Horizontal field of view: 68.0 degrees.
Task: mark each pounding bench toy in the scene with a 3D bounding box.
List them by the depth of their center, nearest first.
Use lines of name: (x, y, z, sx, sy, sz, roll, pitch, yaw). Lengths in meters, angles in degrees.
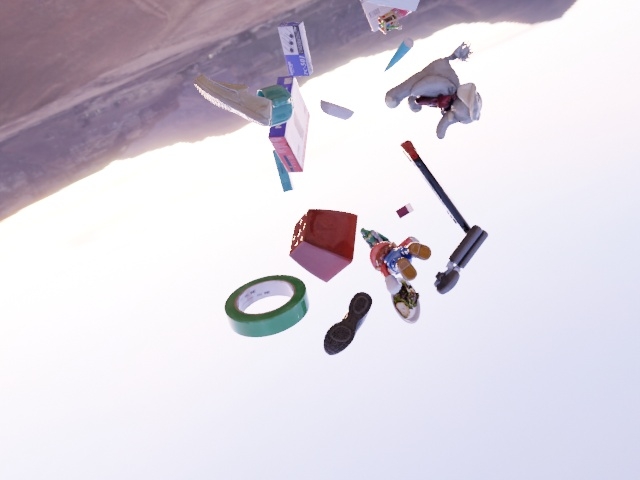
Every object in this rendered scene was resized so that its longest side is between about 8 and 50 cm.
pounding bench toy: (0.260, -0.816, 1.791, 0.065, 0.052, 0.083, -27, -121, -7)

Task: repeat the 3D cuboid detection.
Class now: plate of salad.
plate of salad: (0.360, 0.244, 1.961, 0.048, 0.200, 0.200, -29, -167, 40)

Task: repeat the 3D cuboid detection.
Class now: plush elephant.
plush elephant: (0.442, -0.483, 1.647, 0.330, 0.256, 0.271, -35, 170, 26)

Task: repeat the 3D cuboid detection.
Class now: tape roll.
tape roll: (-0.204, 0.244, 1.821, 0.320, 0.077, 0.321, -11, -155, 5)

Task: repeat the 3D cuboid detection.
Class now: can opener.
can opener: (0.512, 0.077, 1.719, 0.281, 0.074, 0.093, -57, -150, 6)

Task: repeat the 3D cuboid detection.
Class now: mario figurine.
mario figurine: (0.294, 0.080, 1.670, 0.197, 0.170, 0.320, -16, -177, -10)

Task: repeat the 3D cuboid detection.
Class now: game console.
game console: (0.446, -0.212, 1.858, 0.060, 0.387, 0.342, -35, -163, 17)

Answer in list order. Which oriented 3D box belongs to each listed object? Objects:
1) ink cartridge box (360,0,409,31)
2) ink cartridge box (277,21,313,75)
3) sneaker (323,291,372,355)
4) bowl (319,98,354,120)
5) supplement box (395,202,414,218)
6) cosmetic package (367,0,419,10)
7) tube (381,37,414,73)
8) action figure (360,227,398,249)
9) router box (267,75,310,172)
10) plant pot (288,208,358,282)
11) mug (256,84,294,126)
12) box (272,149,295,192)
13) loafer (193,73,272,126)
ink cartridge box: (0.241, -0.963, 1.855, 0.158, 0.218, 0.092, -13, -153, 36)
ink cartridge box: (-0.100, -0.780, 1.940, 0.097, 0.207, 0.046, 9, -133, 23)
sneaker: (0.119, 0.345, 1.908, 0.109, 0.130, 0.286, 36, -102, 20)
bowl: (0.068, -0.578, 2.110, 0.142, 0.053, 0.142, 11, -161, -26)
supplement box: (0.377, -0.133, 2.119, 0.055, 0.043, 0.083, -32, 177, 29)
cosmetic package: (0.222, -0.790, 1.356, 0.151, 0.184, 0.151, 6, -130, -11)
tube: (0.351, -0.832, 2.149, 0.080, 0.052, 0.207, -37, 180, -26)
action figure: (0.261, 0.022, 2.087, 0.137, 0.232, 0.064, -37, -161, 43)
router box: (-0.139, -0.535, 2.219, 0.082, 0.301, 0.336, 0, -112, 15)
plant pot: (0.000, 0.000, 2.219, 0.267, 0.235, 0.268, -44, -150, 51)
mug: (-0.142, -0.455, 1.609, 0.097, 0.130, 0.158, -21, -134, -17)
box: (-0.208, -0.398, 2.682, 0.060, 0.245, 0.100, -14, -171, 6)
loafer: (-0.269, -0.456, 1.500, 0.092, 0.268, 0.102, -63, -170, -2)
